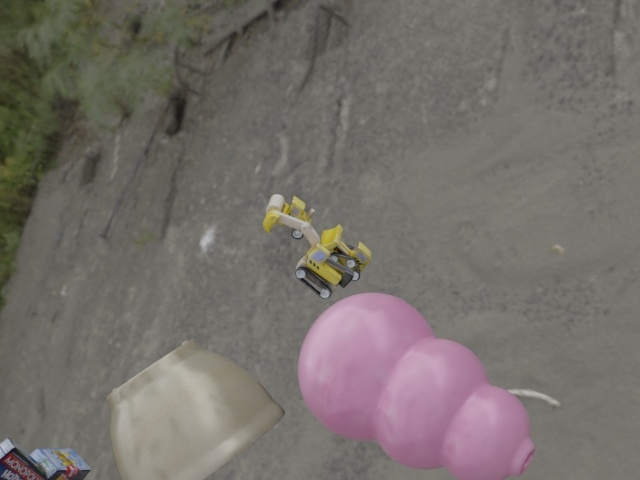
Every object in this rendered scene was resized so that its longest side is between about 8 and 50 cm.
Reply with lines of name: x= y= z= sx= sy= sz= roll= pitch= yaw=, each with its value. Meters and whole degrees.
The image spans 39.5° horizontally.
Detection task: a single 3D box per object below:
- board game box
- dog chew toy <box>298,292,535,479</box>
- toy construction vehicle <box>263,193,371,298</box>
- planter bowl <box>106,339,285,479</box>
board game box: x=-0.434 y=0.354 z=1.256 sx=0.194 sy=0.194 sz=0.060 roll=-42 pitch=50 yaw=-19
dog chew toy: x=0.132 y=0.208 z=1.195 sx=0.331 sy=0.206 sz=0.207 roll=27 pitch=96 yaw=28
toy construction vehicle: x=0.000 y=0.000 z=0.701 sx=0.035 sy=0.098 sz=0.086 roll=-45 pitch=11 yaw=24
planter bowl: x=-0.129 y=0.161 z=0.823 sx=0.162 sy=0.109 sz=0.162 roll=-35 pitch=-2 yaw=-1
